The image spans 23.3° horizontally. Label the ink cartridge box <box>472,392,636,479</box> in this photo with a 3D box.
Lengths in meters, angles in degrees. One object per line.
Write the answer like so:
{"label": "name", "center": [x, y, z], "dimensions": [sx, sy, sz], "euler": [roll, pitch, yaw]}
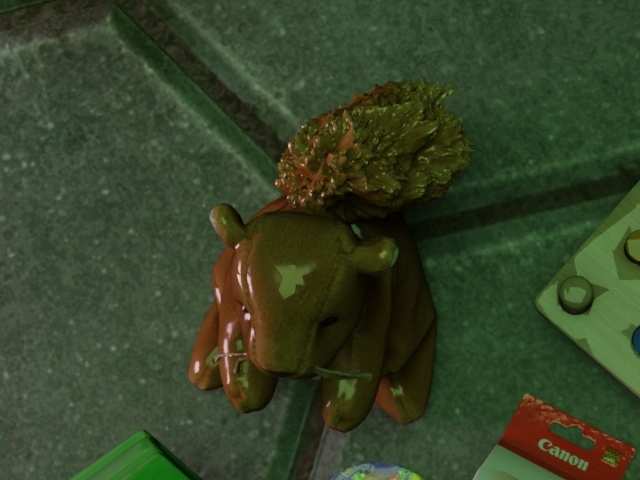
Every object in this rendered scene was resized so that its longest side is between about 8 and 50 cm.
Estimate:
{"label": "ink cartridge box", "center": [0.249, 0.271, 1.713], "dimensions": [0.145, 0.045, 0.179], "euler": [27, 75, 15]}

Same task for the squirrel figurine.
{"label": "squirrel figurine", "center": [0.000, 0.000, 1.654], "dimensions": [0.281, 0.370, 0.397], "euler": [16, 81, 12]}

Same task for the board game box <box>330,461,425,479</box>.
{"label": "board game box", "center": [0.064, 0.334, 1.751], "dimensions": [0.133, 0.033, 0.168], "euler": [9, 81, 11]}

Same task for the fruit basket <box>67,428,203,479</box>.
{"label": "fruit basket", "center": [-0.193, 0.429, 1.607], "dimensions": [0.392, 0.283, 0.392], "euler": [-1, 93, -13]}

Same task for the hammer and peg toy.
{"label": "hammer and peg toy", "center": [0.443, 0.097, 1.690], "dimensions": [0.361, 0.127, 0.266], "euler": [42, 88, 14]}
